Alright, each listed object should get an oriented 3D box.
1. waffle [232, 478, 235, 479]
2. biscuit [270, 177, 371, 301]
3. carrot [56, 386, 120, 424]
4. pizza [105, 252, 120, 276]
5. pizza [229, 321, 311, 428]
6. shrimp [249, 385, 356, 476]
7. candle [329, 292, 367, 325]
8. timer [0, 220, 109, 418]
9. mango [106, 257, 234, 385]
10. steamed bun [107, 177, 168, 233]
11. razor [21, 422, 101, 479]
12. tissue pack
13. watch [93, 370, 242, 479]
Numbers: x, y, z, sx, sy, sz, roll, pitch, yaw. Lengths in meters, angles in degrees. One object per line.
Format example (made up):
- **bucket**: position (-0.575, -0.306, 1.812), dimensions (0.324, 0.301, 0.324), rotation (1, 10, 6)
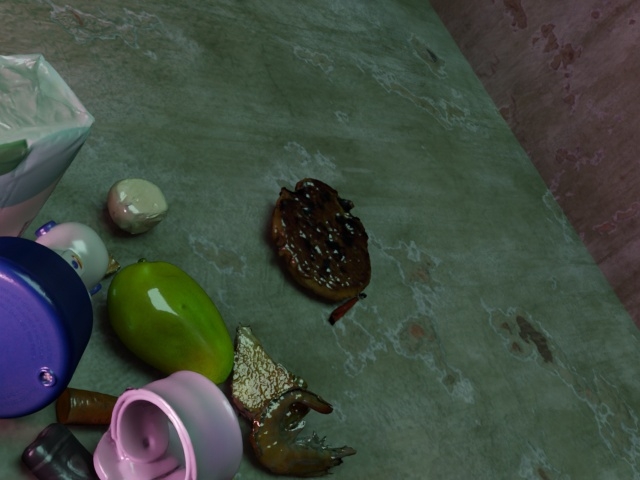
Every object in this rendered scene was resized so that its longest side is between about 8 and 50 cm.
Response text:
- **waffle**: position (-0.177, 0.467, 1.389), dimensions (0.291, 0.051, 0.291), rotation (26, 42, -26)
- **biscuit**: position (-0.004, -0.002, 1.996), dimensions (0.289, 0.081, 0.334), rotation (27, 44, -25)
- **carrot**: position (-0.343, 0.288, 1.400), dimensions (0.210, 0.061, 0.061), rotation (15, 46, -41)
- **pizza**: position (-0.429, 0.038, 1.577), dimensions (0.083, 0.025, 0.078), rotation (-7, 65, -50)
- **pizza**: position (-0.121, 0.285, 1.614), dimensions (0.226, 0.069, 0.147), rotation (44, 53, -5)
- **shrimp**: position (-0.031, 0.367, 1.579), dimensions (0.253, 0.058, 0.173), rotation (9, 83, -40)
- **candle**: position (0.066, 0.155, 1.959), dimensions (0.026, 0.021, 0.167), rotation (50, 36, 5)
- **timer**: position (-0.464, 0.083, 1.352), dimensions (0.270, 0.270, 0.383), rotation (40, 21, -8)
- **mango**: position (-0.273, 0.151, 1.520), dimensions (0.273, 0.149, 0.185), rotation (41, 28, -16)
- **steamed bun**: position (-0.381, -0.070, 1.674), dimensions (0.130, 0.091, 0.112), rotation (-20, 75, -55)
- **razor**: position (-0.389, 0.357, 1.278), dimensions (0.148, 0.054, 0.090), rotation (47, 33, -7)
- **tissue pack**: position (-0.563, -0.114, 1.308), dimensions (0.194, 0.356, 0.266), rotation (52, 37, 9)
- **watch**: position (-0.224, 0.334, 1.245), dimensions (0.211, 0.217, 0.248), rotation (-14, 62, -50)
